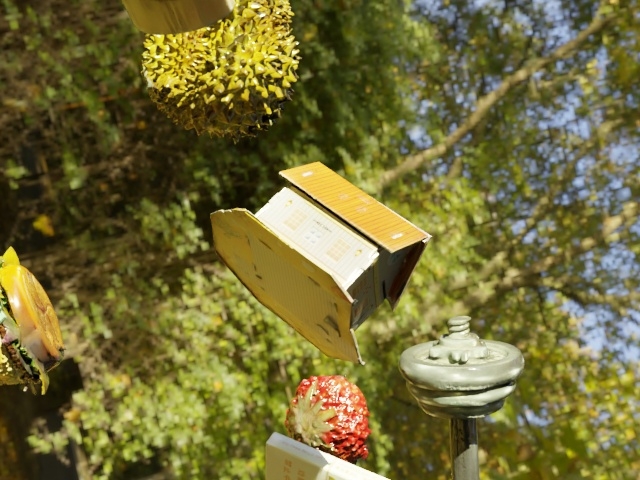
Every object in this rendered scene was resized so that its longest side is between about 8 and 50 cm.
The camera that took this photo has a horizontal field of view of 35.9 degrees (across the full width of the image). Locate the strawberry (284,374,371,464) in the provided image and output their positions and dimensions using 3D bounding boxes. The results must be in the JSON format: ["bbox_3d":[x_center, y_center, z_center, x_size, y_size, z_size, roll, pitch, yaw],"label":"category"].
[{"bbox_3d":[0.008,0.270,1.470,0.145,0.086,0.145,-4,-96,37],"label":"strawberry"}]

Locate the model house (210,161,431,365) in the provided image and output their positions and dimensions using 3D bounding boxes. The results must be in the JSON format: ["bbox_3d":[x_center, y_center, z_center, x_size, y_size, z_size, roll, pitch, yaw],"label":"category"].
[{"bbox_3d":[0.000,0.000,1.045,0.219,0.136,0.207,36,-22,25],"label":"model house"}]

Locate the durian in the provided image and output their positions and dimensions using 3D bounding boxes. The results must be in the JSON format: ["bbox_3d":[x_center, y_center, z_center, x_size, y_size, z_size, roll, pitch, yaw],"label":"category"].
[{"bbox_3d":[-0.154,-0.300,1.591,0.258,0.258,0.293,107,-9,-66],"label":"durian"}]

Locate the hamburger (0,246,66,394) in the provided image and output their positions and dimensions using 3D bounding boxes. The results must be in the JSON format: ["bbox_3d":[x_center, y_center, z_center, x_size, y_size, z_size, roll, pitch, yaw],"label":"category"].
[{"bbox_3d":[-0.534,0.150,1.691,0.243,0.138,0.262,-124,-168,-69],"label":"hamburger"}]

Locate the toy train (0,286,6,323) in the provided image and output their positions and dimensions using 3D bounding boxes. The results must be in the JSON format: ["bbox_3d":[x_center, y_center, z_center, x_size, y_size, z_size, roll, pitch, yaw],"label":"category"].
[{"bbox_3d":[-0.471,0.055,1.209,0.176,0.118,0.074,51,-16,-11],"label":"toy train"}]

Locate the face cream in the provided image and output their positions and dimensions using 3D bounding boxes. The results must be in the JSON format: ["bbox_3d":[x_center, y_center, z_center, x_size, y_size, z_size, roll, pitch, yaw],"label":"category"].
[{"bbox_3d":[-0.183,-0.325,1.041,0.285,0.139,0.067,70,30,-58],"label":"face cream"}]

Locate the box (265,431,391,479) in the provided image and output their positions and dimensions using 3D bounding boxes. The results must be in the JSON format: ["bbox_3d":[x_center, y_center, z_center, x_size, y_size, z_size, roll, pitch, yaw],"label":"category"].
[{"bbox_3d":[0.035,0.313,1.167,0.220,0.032,0.122,20,-52,21],"label":"box"}]

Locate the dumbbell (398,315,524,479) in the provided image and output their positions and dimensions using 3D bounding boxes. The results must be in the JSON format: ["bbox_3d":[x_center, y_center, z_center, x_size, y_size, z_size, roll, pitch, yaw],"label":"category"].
[{"bbox_3d":[0.203,0.308,1.387,0.179,0.179,0.407,-159,-116,-74],"label":"dumbbell"}]
